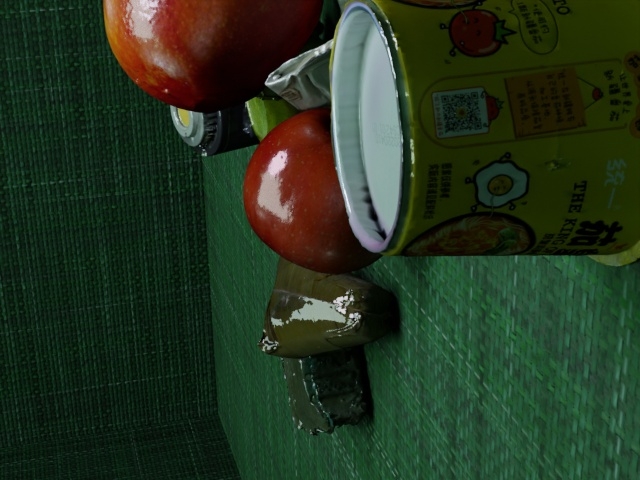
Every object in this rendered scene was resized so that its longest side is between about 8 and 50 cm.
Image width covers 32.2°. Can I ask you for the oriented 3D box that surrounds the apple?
[{"bbox_3d":[0.017,-0.079,1.713,0.260,0.260,0.217,-115,40,-52],"label":"apple"}]

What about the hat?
[{"bbox_3d":[0.067,-0.326,1.654,0.301,0.168,0.258,-8,61,55],"label":"hat"}]

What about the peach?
[{"bbox_3d":[-0.182,-0.392,1.818,0.388,0.388,0.389,173,90,-77],"label":"peach"}]

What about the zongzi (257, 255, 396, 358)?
[{"bbox_3d":[0.018,0.051,1.963,0.273,0.145,0.300,-19,59,46],"label":"zongzi"}]

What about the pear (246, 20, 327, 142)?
[{"bbox_3d":[-0.056,-0.266,2.081,0.255,0.163,0.238,87,167,-48],"label":"pear"}]

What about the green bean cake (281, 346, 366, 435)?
[{"bbox_3d":[0.001,0.250,2.178,0.241,0.132,0.255,143,116,-72],"label":"green bean cake"}]

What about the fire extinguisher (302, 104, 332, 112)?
[{"bbox_3d":[0.020,-0.191,1.972,0.147,0.106,0.337,-76,-4,-46],"label":"fire extinguisher"}]

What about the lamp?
[{"bbox_3d":[-0.189,-0.303,2.386,0.374,0.272,0.205,-119,27,-58],"label":"lamp"}]

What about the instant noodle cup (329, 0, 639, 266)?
[{"bbox_3d":[0.159,-0.121,1.073,0.325,0.254,0.326,174,90,-77],"label":"instant noodle cup"}]
